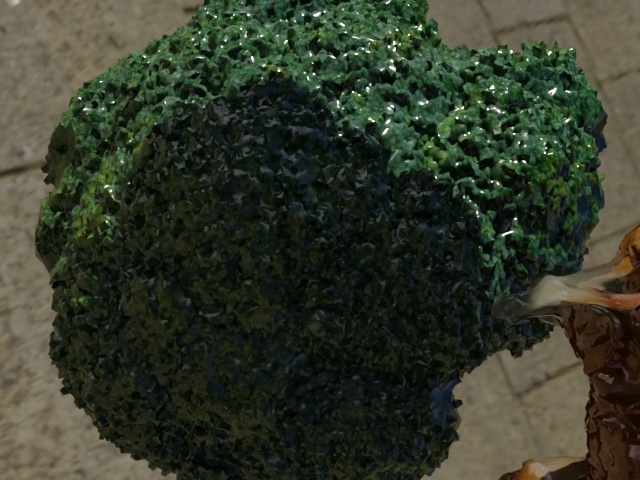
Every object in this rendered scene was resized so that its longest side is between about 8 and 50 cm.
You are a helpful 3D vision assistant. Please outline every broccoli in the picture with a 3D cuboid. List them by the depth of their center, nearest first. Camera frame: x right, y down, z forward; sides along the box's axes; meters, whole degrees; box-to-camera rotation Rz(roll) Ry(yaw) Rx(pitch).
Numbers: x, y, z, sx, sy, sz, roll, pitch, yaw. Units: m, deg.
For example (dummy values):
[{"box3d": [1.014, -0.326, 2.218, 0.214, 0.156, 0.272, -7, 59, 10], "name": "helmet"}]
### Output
[{"box3d": [0.000, 0.000, 0.711, 0.241, 0.261, 0.269, 32, 60, -74], "name": "broccoli"}]

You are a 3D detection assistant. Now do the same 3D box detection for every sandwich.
[{"box3d": [0.130, 0.049, 0.501, 0.184, 0.109, 0.160, -20, 108, -43], "name": "sandwich"}]
